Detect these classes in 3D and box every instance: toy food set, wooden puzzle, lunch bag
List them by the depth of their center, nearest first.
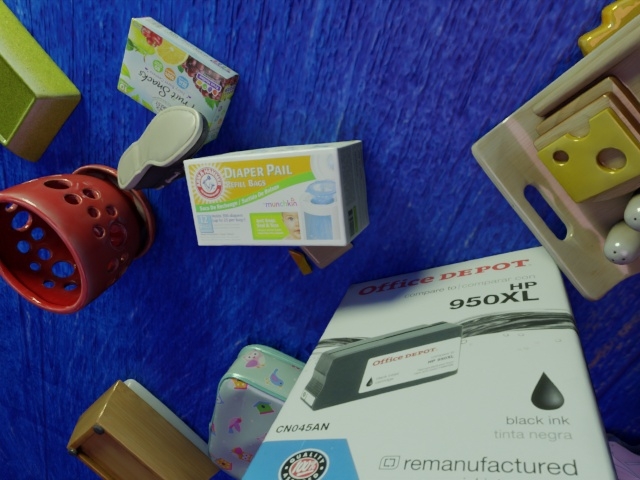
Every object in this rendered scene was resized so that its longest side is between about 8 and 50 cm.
[{"bbox_3d":[0.290,-0.070,0.361,0.220,0.092,0.306,52,151,2],"label":"toy food set"},{"bbox_3d":[0.000,0.000,0.636,0.116,0.014,0.078,-30,107,31],"label":"wooden puzzle"},{"bbox_3d":[-0.076,0.330,0.785,0.224,0.108,0.279,19,123,7],"label":"lunch bag"}]

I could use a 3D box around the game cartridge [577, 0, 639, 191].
[{"bbox_3d":[0.430,-0.116,0.392,0.285,0.053,0.324,-21,105,29],"label":"game cartridge"}]

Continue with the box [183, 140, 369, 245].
[{"bbox_3d":[-0.053,-0.059,0.560,0.203,0.103,0.114,-1,106,21],"label":"box"}]

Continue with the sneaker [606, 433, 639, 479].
[{"bbox_3d":[0.393,0.301,0.629,0.152,0.053,0.061,1,102,17],"label":"sneaker"}]

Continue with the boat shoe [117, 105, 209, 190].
[{"bbox_3d":[-0.204,-0.119,0.606,0.206,0.065,0.075,-19,73,40],"label":"boat shoe"}]

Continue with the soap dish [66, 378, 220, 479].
[{"bbox_3d":[-0.394,0.461,0.970,0.291,0.118,0.229,45,123,-8],"label":"soap dish"}]

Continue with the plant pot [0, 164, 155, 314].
[{"bbox_3d":[-0.368,-0.012,0.673,0.191,0.174,0.191,9,119,16],"label":"plant pot"}]

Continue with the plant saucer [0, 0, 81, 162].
[{"bbox_3d":[-0.485,-0.235,0.676,0.188,0.045,0.188,-32,102,32],"label":"plant saucer"}]

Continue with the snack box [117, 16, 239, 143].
[{"bbox_3d":[-0.188,-0.207,0.582,0.141,0.037,0.100,33,125,1],"label":"snack box"}]

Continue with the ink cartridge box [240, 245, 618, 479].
[{"bbox_3d":[0.126,0.182,0.460,0.285,0.395,0.166,-14,109,26],"label":"ink cartridge box"}]
